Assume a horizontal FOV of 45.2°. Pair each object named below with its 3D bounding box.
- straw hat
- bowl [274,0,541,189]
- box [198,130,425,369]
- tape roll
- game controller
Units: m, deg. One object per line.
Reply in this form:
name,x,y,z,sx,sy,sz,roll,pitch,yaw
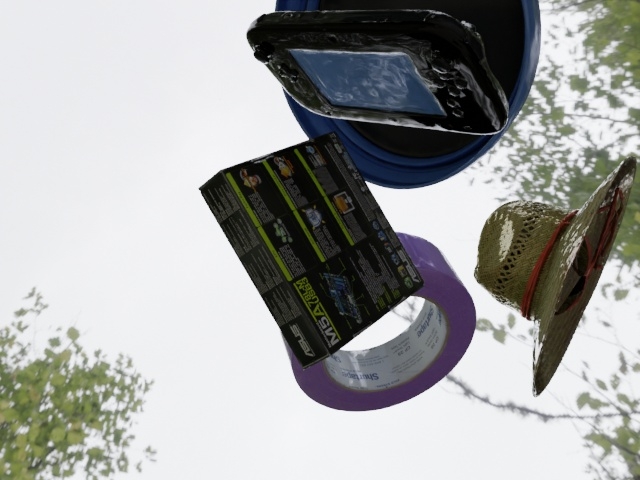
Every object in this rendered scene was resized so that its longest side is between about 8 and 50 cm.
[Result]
straw hat,0.120,0.010,0.429,0.061,0.144,0.145,23,-82,25
bowl,0.108,-0.266,1.024,0.077,0.391,0.392,-23,-73,-48
box,0.000,0.000,0.740,0.045,0.184,0.191,-32,-92,42
tape roll,0.081,0.122,1.112,0.274,0.090,0.275,-10,-51,-12
game controller,0.056,-0.187,0.858,0.067,0.319,0.166,-53,-47,-21
